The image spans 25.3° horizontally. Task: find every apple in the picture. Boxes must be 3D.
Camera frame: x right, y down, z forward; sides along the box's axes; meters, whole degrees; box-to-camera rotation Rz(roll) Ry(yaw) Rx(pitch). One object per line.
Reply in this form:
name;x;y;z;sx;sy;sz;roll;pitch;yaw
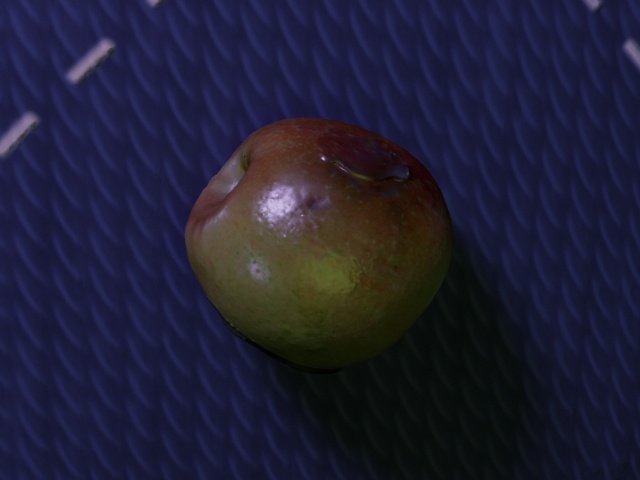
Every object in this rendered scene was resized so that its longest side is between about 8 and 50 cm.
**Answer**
apple;0.000;0.000;1.172;0.188;0.174;0.207;30;82;-24
